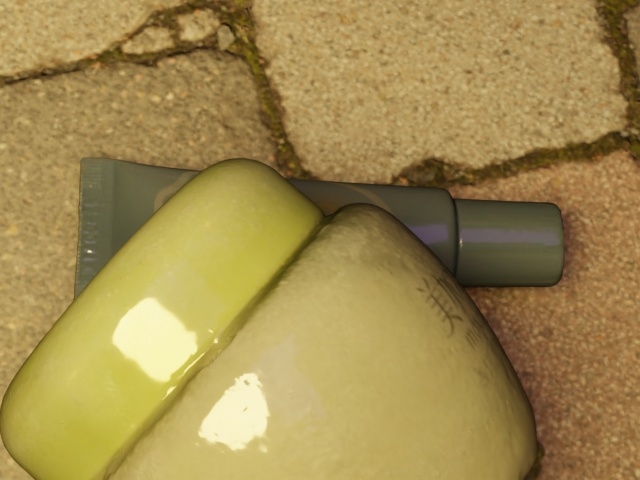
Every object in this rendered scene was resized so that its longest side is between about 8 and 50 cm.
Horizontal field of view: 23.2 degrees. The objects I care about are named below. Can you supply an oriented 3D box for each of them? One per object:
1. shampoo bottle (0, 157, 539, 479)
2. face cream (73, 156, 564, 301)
[{"bbox_3d":[-0.029,0.130,1.055,0.317,0.322,0.322,44,68,-1],"label":"shampoo bottle"},{"bbox_3d":[0.000,0.000,1.243,0.385,0.086,0.136,1,69,-5],"label":"face cream"}]
